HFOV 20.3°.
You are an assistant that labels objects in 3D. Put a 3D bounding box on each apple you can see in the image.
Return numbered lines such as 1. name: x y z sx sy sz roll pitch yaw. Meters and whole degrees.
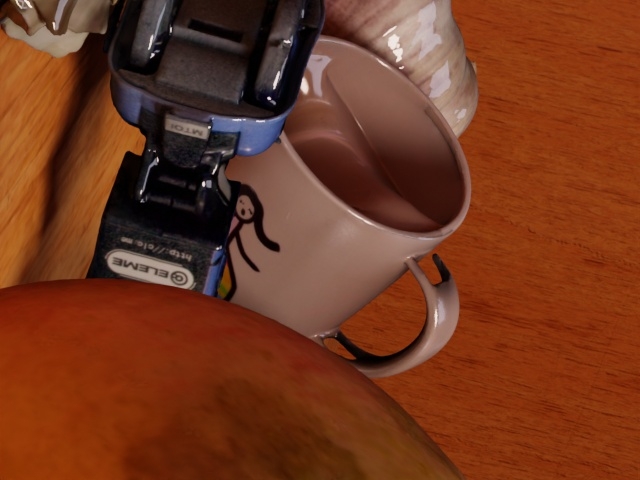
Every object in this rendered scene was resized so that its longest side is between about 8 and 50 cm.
1. apple: -0.083 0.195 0.706 0.364 0.364 0.364 13 90 -84

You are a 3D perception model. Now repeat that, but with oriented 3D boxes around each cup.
1. cup: 0.000 0.000 1.389 0.191 0.253 0.200 -19 159 -50

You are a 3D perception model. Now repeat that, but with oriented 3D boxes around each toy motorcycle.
1. toy motorcycle: -0.069 -0.122 1.164 0.358 0.125 0.213 -77 -177 -52

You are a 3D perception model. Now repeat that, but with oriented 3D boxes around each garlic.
1. garlic: -0.012 -0.137 1.527 0.253 0.245 0.245 -41 163 -14

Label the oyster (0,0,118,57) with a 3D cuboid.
1. oyster: -0.076 -0.216 0.889 0.351 0.114 0.238 -45 -153 54
